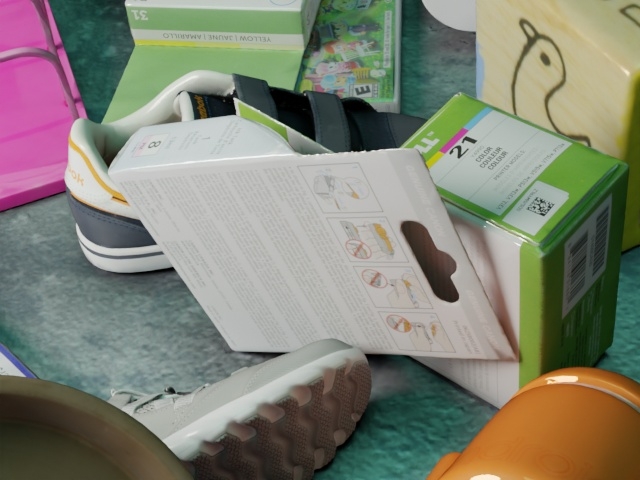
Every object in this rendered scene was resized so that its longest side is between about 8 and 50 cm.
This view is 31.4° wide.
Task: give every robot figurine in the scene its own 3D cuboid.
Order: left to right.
[{"bbox_3d":[0.140,0.153,0.654,0.128,0.158,0.219,47,38,8],"label":"robot figurine"}]

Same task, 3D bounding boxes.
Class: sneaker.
[{"bbox_3d":[-0.100,0.125,0.748,0.281,0.105,0.115,-24,46,-15],"label":"sneaker"},{"bbox_3d":[-0.043,-0.064,0.904,0.321,0.127,0.126,-12,43,-6],"label":"sneaker"}]

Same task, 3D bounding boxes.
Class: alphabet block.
[{"bbox_3d":[0.253,-0.144,0.897,0.193,0.192,0.197,-25,48,-13],"label":"alphabet block"}]

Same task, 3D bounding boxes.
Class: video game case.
[{"bbox_3d":[-0.019,-0.190,1.087,0.193,0.023,0.212,-1,47,6],"label":"video game case"}]

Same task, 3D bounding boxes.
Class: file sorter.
[{"bbox_3d":[-0.332,-0.185,0.975,0.202,0.182,0.291,-18,60,-10],"label":"file sorter"}]

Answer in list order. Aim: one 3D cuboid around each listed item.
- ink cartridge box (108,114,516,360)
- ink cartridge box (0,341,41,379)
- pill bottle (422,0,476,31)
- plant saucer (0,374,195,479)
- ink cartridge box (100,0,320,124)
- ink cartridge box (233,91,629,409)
[{"bbox_3d":[0.000,0.000,0.752,0.232,0.189,0.066,-5,43,30],"label":"ink cartridge box"},{"bbox_3d":[-0.361,0.135,0.747,0.307,0.072,0.303,-21,33,-33],"label":"ink cartridge box"},{"bbox_3d":[0.165,-0.317,1.097,0.146,0.146,0.264,8,48,14],"label":"pill bottle"},{"bbox_3d":[-0.185,0.213,0.623,0.278,0.041,0.278,2,83,-18],"label":"plant saucer"},{"bbox_3d":[-0.096,-0.195,1.049,0.171,0.056,0.235,4,45,10],"label":"ink cartridge box"},{"bbox_3d":[0.072,-0.010,0.794,0.255,0.189,0.097,30,58,31],"label":"ink cartridge box"}]
